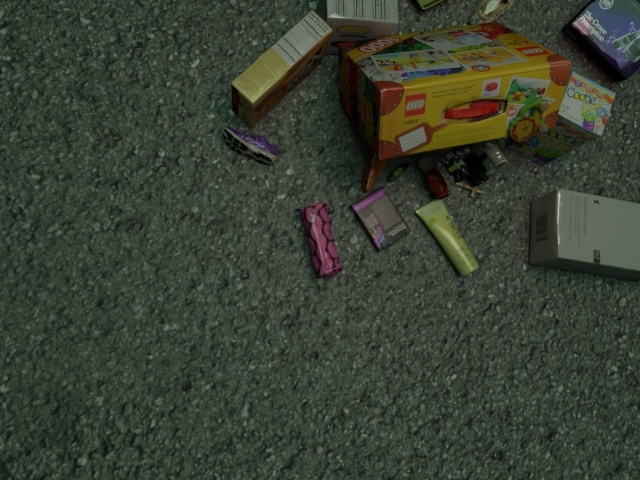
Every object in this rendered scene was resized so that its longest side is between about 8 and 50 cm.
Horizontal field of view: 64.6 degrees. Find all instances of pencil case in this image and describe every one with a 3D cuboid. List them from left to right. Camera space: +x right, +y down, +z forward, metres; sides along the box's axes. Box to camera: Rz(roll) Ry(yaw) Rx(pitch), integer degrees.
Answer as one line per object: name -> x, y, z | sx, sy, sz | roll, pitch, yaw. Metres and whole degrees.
pencil case -> 0.000, 0.000, 1.419 | 0.095, 0.098, 0.210 | -15, 85, -12

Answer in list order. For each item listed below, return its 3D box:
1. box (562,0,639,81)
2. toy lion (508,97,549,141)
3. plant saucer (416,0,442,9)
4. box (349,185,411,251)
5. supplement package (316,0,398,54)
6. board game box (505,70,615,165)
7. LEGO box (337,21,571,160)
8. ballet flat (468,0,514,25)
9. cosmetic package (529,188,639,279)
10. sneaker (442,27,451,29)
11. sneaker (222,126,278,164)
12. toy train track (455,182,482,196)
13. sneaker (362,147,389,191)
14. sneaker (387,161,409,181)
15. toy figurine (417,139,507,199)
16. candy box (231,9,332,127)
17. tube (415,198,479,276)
box -> 0.962, -0.678, 1.646 | 0.261, 0.103, 0.184 | 43, 105, -1
toy lion -> 0.528, -0.303, 1.289 | 0.096, 0.100, 0.034 | -15, 40, 3
plant saucer -> 0.352, -0.847, 1.636 | 0.188, 0.045, 0.188 | -30, 87, -12
box -> 0.176, -0.063, 1.494 | 0.116, 0.029, 0.162 | -31, 86, -12
supplement package -> 0.101, -0.658, 1.488 | 0.203, 0.194, 0.149 | 1, 80, -9
board game box -> 0.698, -0.350, 1.499 | 0.144, 0.275, 0.142 | 25, 78, -4
LEGO box -> 0.334, -0.426, 1.389 | 0.499, 0.193, 0.373 | -12, 40, -10
ballet flat -> 0.578, -0.776, 1.647 | 0.091, 0.077, 0.241 | 38, 77, -1
cosmetic package -> 0.848, -0.010, 1.533 | 0.384, 0.156, 0.217 | 7, 78, -7
sneaker -> 0.438, -0.600, 1.594 | 0.216, 0.079, 0.121 | -14, 84, -12
sneaker -> -0.201, -0.281, 1.457 | 0.169, 0.068, 0.071 | 27, 63, -13
toy train track -> 0.457, -0.163, 1.564 | 0.083, 0.014, 0.048 | 20, 79, 2
sneaker -> 0.171, -0.224, 1.502 | 0.067, 0.064, 0.175 | 23, 81, -15
sneaker -> 0.234, -0.210, 1.522 | 0.083, 0.035, 0.031 | -43, 89, -13
toy figurine -> 0.408, -0.237, 1.468 | 0.212, 0.209, 0.148 | -21, 78, -12
candy box -> -0.113, -0.479, 1.431 | 0.087, 0.183, 0.316 | 43, 77, -2
tube -> 0.382, -0.008, 1.507 | 0.070, 0.062, 0.240 | -20, 77, -52
